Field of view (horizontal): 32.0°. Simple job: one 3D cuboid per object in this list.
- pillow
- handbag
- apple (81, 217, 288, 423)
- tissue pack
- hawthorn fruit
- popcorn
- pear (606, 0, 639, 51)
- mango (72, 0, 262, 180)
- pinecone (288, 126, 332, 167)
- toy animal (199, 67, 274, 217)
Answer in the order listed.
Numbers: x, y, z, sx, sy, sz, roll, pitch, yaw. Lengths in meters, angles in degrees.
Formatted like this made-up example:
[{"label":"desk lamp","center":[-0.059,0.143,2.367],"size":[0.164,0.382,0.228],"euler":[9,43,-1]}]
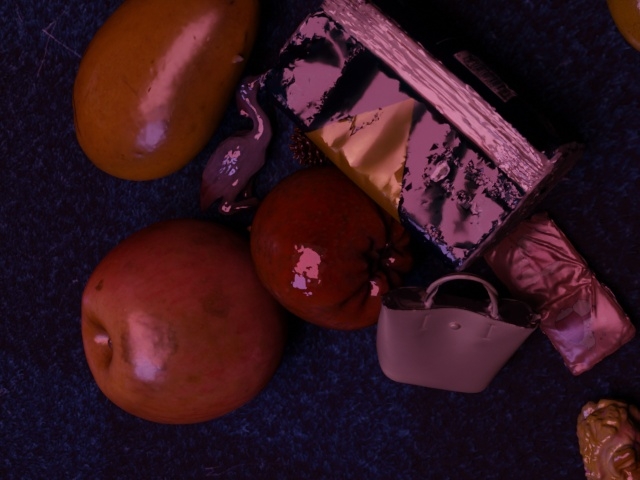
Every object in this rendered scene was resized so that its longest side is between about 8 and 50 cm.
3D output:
[{"label":"pillow","center":[0.377,0.079,1.758],"size":[0.135,0.049,0.248],"euler":[-43,79,31]},{"label":"handbag","center":[0.201,0.140,1.717],"size":[0.241,0.315,0.109],"euler":[7,67,-1]},{"label":"apple","center":[-0.243,0.147,1.931],"size":[0.363,0.364,0.364],"euler":[9,109,26]},{"label":"tissue pack","center":[0.154,-0.186,1.661],"size":[0.416,0.264,0.253],"euler":[44,111,10]},{"label":"hawthorn fruit","center":[0.000,0.000,1.825],"size":[0.298,0.277,0.277],"euler":[11,111,35]},{"label":"popcorn","center":[0.459,0.319,1.745],"size":[0.126,0.125,0.145],"euler":[3,88,39]},{"label":"pear","center":[0.482,-0.340,1.496],"size":[0.198,0.198,0.198],"euler":[9,109,26]},{"label":"mango","center":[-0.256,-0.289,1.877],"size":[0.445,0.220,0.301],"euler":[-41,55,37]},{"label":"pinecone","center":[0.002,-0.165,1.852],"size":[0.102,0.109,0.102],"euler":[31,153,17]},{"label":"toy animal","center":[-0.129,-0.150,1.941],"size":[0.195,0.090,0.324],"euler":[0,108,15]}]
